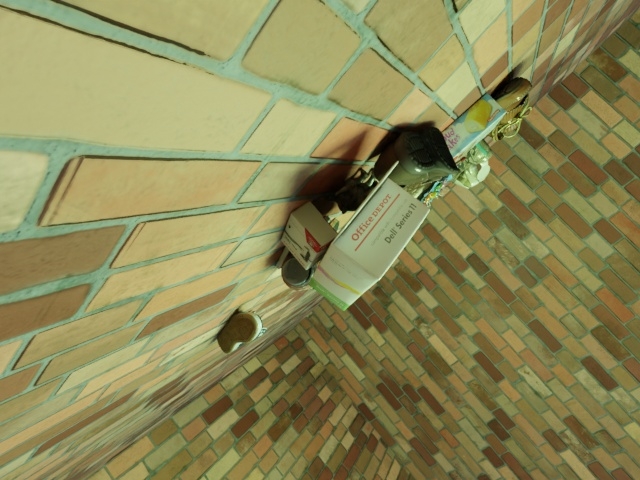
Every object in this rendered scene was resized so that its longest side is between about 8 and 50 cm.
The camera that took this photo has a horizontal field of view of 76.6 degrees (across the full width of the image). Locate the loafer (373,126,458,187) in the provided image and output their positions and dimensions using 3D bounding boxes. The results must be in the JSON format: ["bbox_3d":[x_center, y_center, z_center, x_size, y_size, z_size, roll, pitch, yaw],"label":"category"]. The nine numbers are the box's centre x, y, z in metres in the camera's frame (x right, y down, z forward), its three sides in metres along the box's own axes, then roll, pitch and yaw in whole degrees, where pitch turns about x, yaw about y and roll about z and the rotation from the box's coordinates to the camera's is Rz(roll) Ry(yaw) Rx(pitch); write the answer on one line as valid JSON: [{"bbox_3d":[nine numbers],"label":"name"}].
[{"bbox_3d":[0.238,-0.206,1.029,0.130,0.134,0.366,-26,172,35],"label":"loafer"}]

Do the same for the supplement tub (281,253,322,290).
[{"bbox_3d":[-0.045,0.084,1.099,0.106,0.106,0.198,-42,170,5],"label":"supplement tub"}]

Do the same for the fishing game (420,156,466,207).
[{"bbox_3d":[0.363,-0.145,1.286,0.189,0.041,0.264,-32,161,-44],"label":"fishing game"}]

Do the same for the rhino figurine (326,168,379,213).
[{"bbox_3d":[0.089,-0.111,0.965,0.106,0.073,0.243,-49,166,24],"label":"rhino figurine"}]

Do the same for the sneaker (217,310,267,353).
[{"bbox_3d":[-0.234,0.285,1.369,0.153,0.099,0.282,-25,168,-43],"label":"sneaker"}]

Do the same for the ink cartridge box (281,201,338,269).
[{"bbox_3d":[-0.028,-0.007,0.895,0.056,0.099,0.135,-36,168,-27],"label":"ink cartridge box"}]

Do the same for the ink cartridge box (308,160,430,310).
[{"bbox_3d":[0.103,0.009,0.882,0.207,0.119,0.353,-50,174,-23],"label":"ink cartridge box"}]

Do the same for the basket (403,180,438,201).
[{"bbox_3d":[0.282,-0.180,1.275,0.167,0.113,0.103,-39,166,-16],"label":"basket"}]

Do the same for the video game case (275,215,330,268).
[{"bbox_3d":[-0.049,0.007,1.109,0.143,0.019,0.157,-34,169,-31],"label":"video game case"}]

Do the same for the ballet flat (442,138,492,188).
[{"bbox_3d":[0.666,-0.330,1.843,0.164,0.182,0.483,-42,170,1],"label":"ballet flat"}]

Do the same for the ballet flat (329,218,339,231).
[{"bbox_3d":[0.000,0.000,1.221,0.173,0.049,0.057,-54,162,27],"label":"ballet flat"}]

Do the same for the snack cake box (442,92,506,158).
[{"bbox_3d":[0.455,-0.332,1.323,0.264,0.089,0.152,-41,172,5],"label":"snack cake box"}]

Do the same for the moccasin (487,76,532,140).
[{"bbox_3d":[0.651,-0.440,1.416,0.139,0.147,0.380,-41,170,-1],"label":"moccasin"}]
